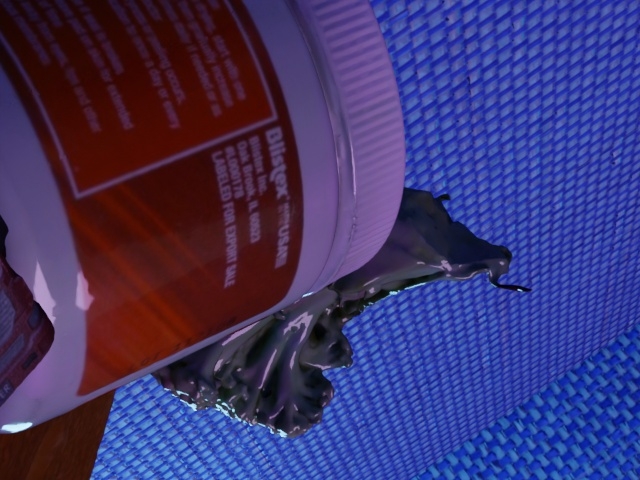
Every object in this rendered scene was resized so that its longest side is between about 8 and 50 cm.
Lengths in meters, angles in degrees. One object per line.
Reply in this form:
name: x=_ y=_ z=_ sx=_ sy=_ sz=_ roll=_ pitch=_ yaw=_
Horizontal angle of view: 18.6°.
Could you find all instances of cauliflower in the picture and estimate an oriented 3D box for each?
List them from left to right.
cauliflower: x=0.000 y=0.000 z=1.383 sx=0.315 sy=0.239 sz=0.256 roll=-1 pitch=-143 yaw=33

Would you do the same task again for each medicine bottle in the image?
medicine bottle: x=-0.122 y=-0.054 z=1.035 sx=0.241 sy=0.252 sz=0.252 roll=-25 pitch=159 yaw=-29

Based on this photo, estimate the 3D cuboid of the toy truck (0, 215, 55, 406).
toy truck: x=-0.252 y=0.006 z=0.891 sx=0.114 sy=0.270 sz=0.135 roll=-51 pitch=138 yaw=-26

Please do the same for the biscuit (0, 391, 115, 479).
biscuit: x=-0.226 y=0.149 z=1.380 sx=0.455 sy=0.078 sz=0.350 roll=79 pitch=35 yaw=-77
